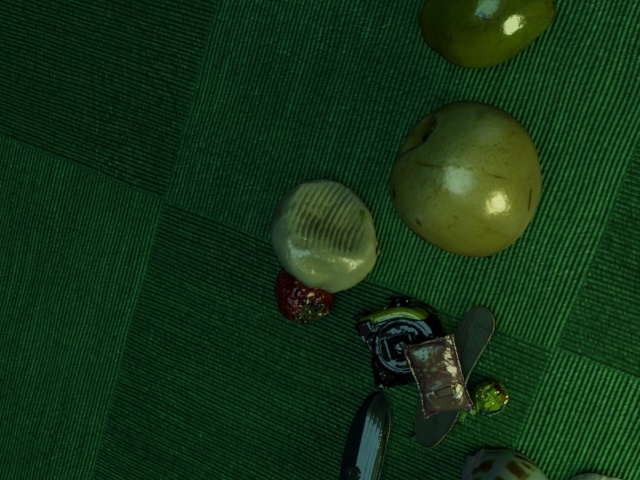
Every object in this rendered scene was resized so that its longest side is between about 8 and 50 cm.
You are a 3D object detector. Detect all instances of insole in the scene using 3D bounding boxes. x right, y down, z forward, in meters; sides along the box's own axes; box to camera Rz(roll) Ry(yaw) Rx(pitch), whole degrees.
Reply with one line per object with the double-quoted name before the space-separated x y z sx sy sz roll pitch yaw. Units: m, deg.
"insole" 0.292 0.304 1.602 0.119 0.009 0.349 36 106 46

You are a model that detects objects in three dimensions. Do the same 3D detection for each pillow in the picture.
"pillow" 0.252 0.291 1.539 0.118 0.043 0.185 -16 102 3

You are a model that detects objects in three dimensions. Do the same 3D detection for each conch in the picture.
"conch" 0.431 0.631 1.530 0.249 0.197 0.368 -40 89 -2

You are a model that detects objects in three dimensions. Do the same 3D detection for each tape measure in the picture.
"tape measure" 0.184 0.223 1.609 0.186 0.112 0.199 -21 90 17

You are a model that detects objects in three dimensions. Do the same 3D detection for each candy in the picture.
"candy" 0.304 0.392 1.615 0.262 0.073 0.077 -36 95 25

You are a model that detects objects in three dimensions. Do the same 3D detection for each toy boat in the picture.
"toy boat" 0.111 0.470 1.677 0.092 0.103 0.246 11 86 31

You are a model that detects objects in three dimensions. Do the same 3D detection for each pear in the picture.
"pear" 0.330 -0.453 1.435 0.269 0.212 0.213 -3 95 24
"pear" 0.293 -0.120 1.441 0.309 0.309 0.310 2 97 18

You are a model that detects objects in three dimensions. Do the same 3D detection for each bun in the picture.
"bun" 0.000 0.000 1.600 0.259 0.259 0.160 45 143 9

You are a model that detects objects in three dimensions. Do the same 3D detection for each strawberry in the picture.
"strawberry" -0.045 0.120 1.671 0.131 0.131 0.148 -45 57 17

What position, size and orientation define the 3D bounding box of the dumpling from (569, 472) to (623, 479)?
"dumpling" 0.608 0.605 1.501 0.162 0.132 0.250 -35 64 22
